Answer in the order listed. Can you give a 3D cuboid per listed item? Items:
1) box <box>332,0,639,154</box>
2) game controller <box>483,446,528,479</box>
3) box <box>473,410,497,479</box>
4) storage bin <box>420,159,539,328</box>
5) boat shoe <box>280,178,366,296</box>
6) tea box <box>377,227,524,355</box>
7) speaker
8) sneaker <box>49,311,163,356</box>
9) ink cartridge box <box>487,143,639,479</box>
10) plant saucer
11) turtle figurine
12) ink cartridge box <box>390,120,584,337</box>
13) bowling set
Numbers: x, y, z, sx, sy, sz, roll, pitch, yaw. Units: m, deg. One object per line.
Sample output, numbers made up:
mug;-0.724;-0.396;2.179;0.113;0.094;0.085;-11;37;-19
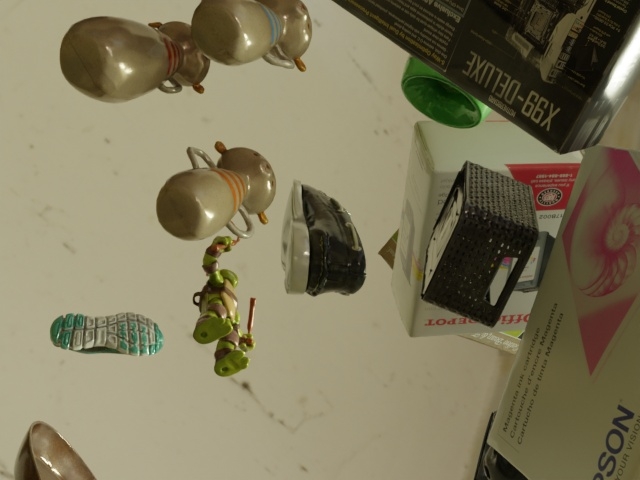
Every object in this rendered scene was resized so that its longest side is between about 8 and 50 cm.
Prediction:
box;0.142;-0.251;0.761;0.307;0.076;0.242;39;-55;26
game controller;0.348;0.211;1.215;0.319;0.067;0.166;-36;-158;-28
box;0.351;0.314;1.390;0.232;0.059;0.183;-5;-160;22
storage bin;0.174;0.000;1.061;0.180;0.084;0.122;-70;-178;-67
boat shoe;0.000;0.000;1.209;0.302;0.091;0.114;-98;-165;-68
tea box;0.348;0.014;1.777;0.323;0.329;0.220;-50;-130;15
speaker;0.211;-0.288;1.189;0.131;0.131;0.297;6;-119;53
sneaker;-0.310;0.136;1.380;0.076;0.166;0.065;-26;-122;59
ink cartridge box;0.260;0.075;0.904;0.330;0.071;0.324;-148;-105;-71
plant saucer;-0.185;0.216;0.728;0.029;0.168;0.168;-30;-151;-6
turtle figurine;-0.158;0.094;1.503;0.087;0.270;0.217;-8;-150;2
ink cartridge box;0.236;-0.015;1.388;0.226;0.306;0.131;-3;-142;-7
bowling set;-0.068;-0.158;0.613;0.200;0.287;0.154;-32;-178;23
